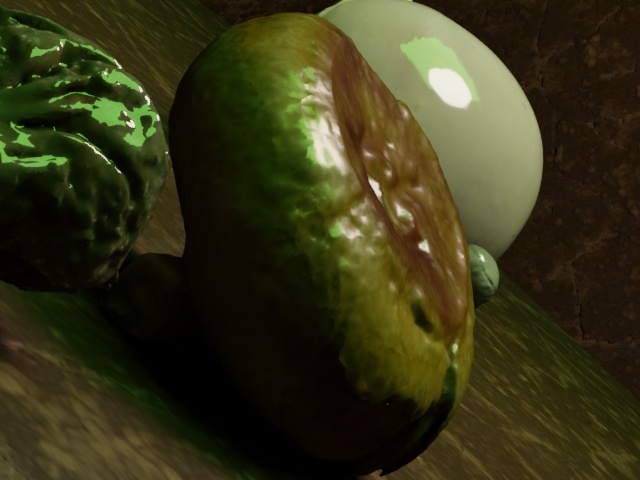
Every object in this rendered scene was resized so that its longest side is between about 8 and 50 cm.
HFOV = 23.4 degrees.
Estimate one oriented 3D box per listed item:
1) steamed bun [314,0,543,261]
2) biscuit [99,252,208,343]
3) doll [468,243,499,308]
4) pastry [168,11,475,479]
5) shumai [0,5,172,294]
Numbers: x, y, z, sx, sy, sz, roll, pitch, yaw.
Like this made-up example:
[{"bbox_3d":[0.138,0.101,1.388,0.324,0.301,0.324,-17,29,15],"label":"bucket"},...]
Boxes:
[{"bbox_3d":[0.088,-0.110,1.844,0.374,0.334,0.334,41,8,-26],"label":"steamed bun"},{"bbox_3d":[-0.100,0.042,1.163,0.052,0.056,0.188,44,10,14],"label":"biscuit"},{"bbox_3d":[0.045,0.014,1.642,0.258,0.154,0.228,48,-24,1],"label":"doll"},{"bbox_3d":[0.000,0.000,1.161,0.356,0.163,0.356,52,27,-41],"label":"pastry"},{"bbox_3d":[-0.196,-0.038,0.845,0.205,0.166,0.175,17,17,5],"label":"shumai"}]
